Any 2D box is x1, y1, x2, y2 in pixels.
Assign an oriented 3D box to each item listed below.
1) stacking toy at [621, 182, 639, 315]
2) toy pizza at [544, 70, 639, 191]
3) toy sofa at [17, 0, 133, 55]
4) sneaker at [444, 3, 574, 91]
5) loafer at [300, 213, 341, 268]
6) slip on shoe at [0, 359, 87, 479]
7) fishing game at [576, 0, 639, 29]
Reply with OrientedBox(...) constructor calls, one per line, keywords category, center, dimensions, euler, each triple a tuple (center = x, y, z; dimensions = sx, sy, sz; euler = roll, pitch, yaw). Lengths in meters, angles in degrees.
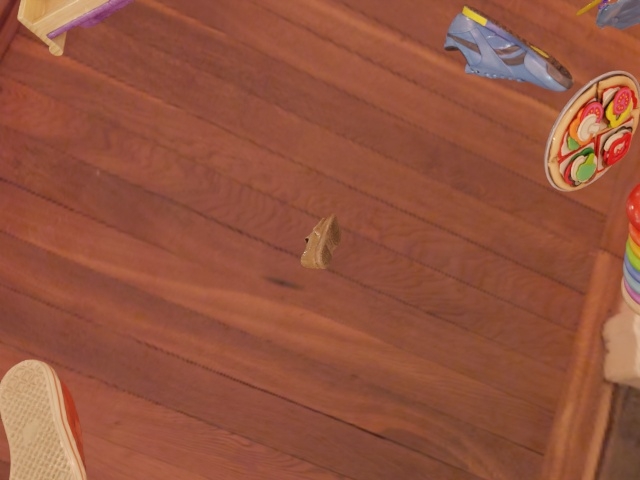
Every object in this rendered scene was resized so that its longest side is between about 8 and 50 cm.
OrientedBox(category="stacking toy", center=(0.558, 0.005, 1.384), dimensions=(0.141, 0.330, 0.141), euler=(-11, 55, 17))
OrientedBox(category="toy pizza", center=(0.422, -0.160, 1.284), dimensions=(0.201, 0.201, 0.032), euler=(-28, 45, -20))
OrientedBox(category="toy sofa", center=(-0.397, -0.497, 1.653), dimensions=(0.177, 0.362, 0.150), euler=(42, 36, -48))
OrientedBox(category="sneaker", center=(0.263, -0.253, 1.196), dimensions=(0.209, 0.082, 0.069), euler=(42, 24, 29))
OrientedBox(category="loafer", center=(0.000, 0.000, 1.478), dimensions=(0.050, 0.148, 0.056), euler=(-8, 116, 20))
OrientedBox(category="slip on shoe", center=(-0.373, 0.323, 1.175), dimensions=(0.123, 0.101, 0.331), euler=(-26, 55, 4))
OrientedBox(category="fishing game", center=(0.516, -0.381, 1.307), dimensions=(0.264, 0.189, 0.041), euler=(-9, 78, -33))
